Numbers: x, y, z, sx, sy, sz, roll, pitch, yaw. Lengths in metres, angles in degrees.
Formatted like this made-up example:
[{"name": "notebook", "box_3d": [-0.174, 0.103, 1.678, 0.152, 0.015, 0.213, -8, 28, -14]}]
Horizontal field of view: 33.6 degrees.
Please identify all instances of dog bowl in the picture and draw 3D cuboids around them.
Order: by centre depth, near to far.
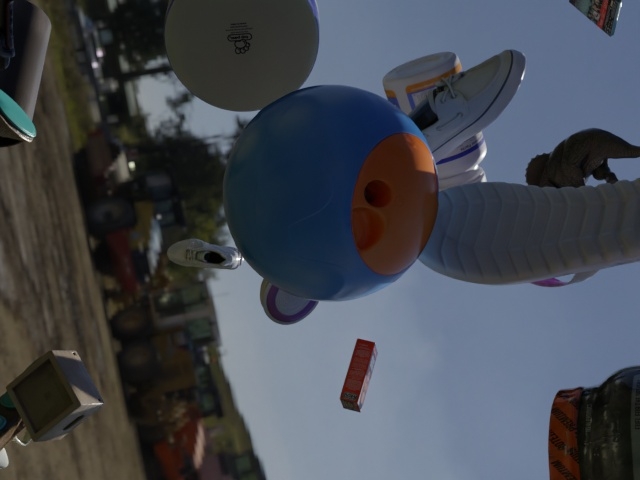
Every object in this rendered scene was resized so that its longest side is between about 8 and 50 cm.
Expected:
[{"name": "dog bowl", "box_3d": [-0.133, -0.358, 1.806, 0.104, 0.265, 0.264, -93, 177, -61]}]

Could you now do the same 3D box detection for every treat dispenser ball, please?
[{"name": "treat dispenser ball", "box_3d": [0.014, -0.062, 1.408, 0.288, 0.288, 0.288, 169, -90, -81]}]

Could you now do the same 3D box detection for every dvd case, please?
[{"name": "dvd case", "box_3d": [0.518, -0.452, 2.002, 0.119, 0.013, 0.087, 49, -19, 30]}]

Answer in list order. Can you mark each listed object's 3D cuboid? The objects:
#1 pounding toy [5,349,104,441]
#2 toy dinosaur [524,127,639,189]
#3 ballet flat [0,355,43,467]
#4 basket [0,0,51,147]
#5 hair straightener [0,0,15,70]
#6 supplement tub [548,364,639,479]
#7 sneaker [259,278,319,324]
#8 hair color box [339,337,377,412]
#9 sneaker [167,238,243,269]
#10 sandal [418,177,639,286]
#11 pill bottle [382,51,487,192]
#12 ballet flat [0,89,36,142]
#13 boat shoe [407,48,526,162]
[{"name": "pounding toy", "box_3d": [-0.453, 0.261, 1.783, 0.130, 0.141, 0.100, 56, 15, 19]}, {"name": "toy dinosaur", "box_3d": [0.459, -0.131, 1.906, 0.313, 0.121, 0.160, 126, -39, -57]}, {"name": "ballet flat", "box_3d": [-0.611, 0.361, 2.051, 0.116, 0.342, 0.124, 10, -53, 33]}, {"name": "basket", "box_3d": [-0.558, -0.296, 1.822, 0.154, 0.204, 0.226, 42, 50, -48]}, {"name": "hair straightener", "box_3d": [-0.355, -0.233, 1.081, 0.047, 0.089, 0.230, 47, -32, 11]}, {"name": "supplement tub", "box_3d": [0.414, 0.223, 1.065, 0.207, 0.338, 0.207, -5, 90, -66]}, {"name": "sneaker", "box_3d": [0.000, 0.000, 1.767, 0.114, 0.305, 0.152, 44, -5, -14]}, {"name": "hair color box", "box_3d": [0.083, 0.290, 2.276, 0.072, 0.043, 0.141, 72, 33, -63]}, {"name": "sneaker", "box_3d": [-0.224, 0.025, 1.984, 0.061, 0.152, 0.053, 1, 93, -69]}, {"name": "sandal", "box_3d": [0.334, 0.003, 1.546, 0.102, 0.417, 0.169, 71, 20, -56]}, {"name": "pill bottle", "box_3d": [0.229, -0.209, 2.030, 0.152, 0.152, 0.272, -127, -165, -70]}, {"name": "ballet flat", "box_3d": [-0.499, -0.202, 1.553, 0.206, 0.067, 0.073, 55, 9, -52]}, {"name": "boat shoe", "box_3d": [0.200, -0.202, 1.590, 0.258, 0.084, 0.095, -45, -148, 41]}]
